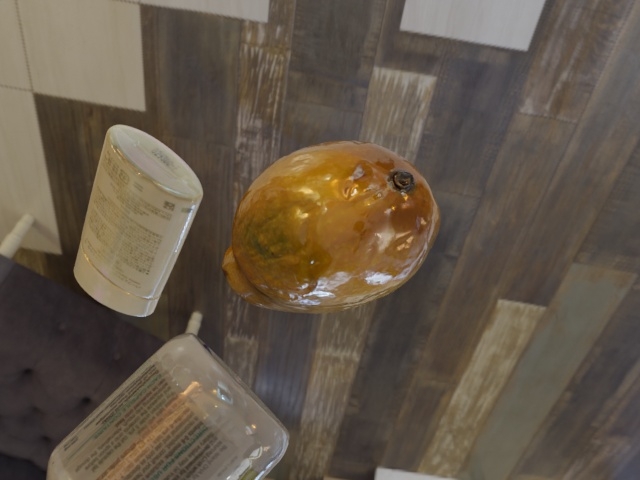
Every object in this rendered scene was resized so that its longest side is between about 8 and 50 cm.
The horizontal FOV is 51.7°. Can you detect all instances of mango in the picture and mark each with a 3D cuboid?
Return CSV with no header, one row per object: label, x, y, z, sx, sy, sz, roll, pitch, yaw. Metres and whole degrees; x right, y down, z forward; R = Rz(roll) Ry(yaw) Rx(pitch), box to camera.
mango,0.003,0.001,0.658,0.187,0.144,0.359,2,166,-12

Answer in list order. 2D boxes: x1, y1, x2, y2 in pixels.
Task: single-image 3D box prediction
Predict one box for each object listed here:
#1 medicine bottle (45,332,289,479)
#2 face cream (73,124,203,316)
medicine bottle,-0.141,0.190,0.524,0.215,0.135,0.135,-45,122,-11
face cream,-0.302,-0.008,1.054,0.173,0.081,0.348,39,134,7
